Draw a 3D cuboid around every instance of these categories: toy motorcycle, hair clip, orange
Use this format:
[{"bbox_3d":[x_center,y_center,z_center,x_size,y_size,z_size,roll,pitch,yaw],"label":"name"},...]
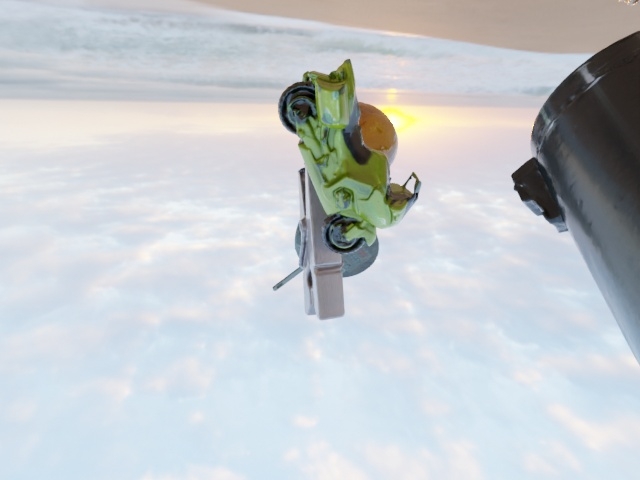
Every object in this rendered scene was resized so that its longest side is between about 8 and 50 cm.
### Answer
[{"bbox_3d":[0.061,-0.136,0.746,0.206,0.342,0.142,-19,-156,4],"label":"toy motorcycle"},{"bbox_3d":[-0.004,0.001,0.897,0.085,0.331,0.101,-2,-178,-25],"label":"hair clip"},{"bbox_3d":[0.099,-0.272,1.219,0.260,0.261,0.261,1,-162,0],"label":"orange"}]

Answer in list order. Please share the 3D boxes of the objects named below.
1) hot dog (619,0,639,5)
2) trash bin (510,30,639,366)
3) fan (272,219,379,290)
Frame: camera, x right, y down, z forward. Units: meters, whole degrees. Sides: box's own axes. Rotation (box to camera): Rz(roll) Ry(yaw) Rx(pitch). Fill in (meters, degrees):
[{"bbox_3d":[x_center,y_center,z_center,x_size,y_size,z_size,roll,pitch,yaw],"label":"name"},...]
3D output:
[{"bbox_3d":[0.663,-0.603,0.803,0.122,0.272,0.196,-4,-117,-14],"label":"hot dog"},{"bbox_3d":[0.329,-0.014,0.354,0.203,0.252,0.302,31,-139,-36],"label":"trash bin"},{"bbox_3d":[0.028,0.039,1.063,0.223,0.294,0.012,18,-156,-12],"label":"fan"}]
